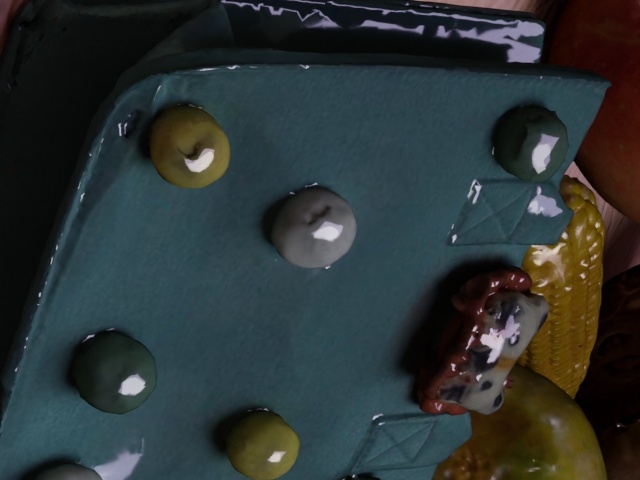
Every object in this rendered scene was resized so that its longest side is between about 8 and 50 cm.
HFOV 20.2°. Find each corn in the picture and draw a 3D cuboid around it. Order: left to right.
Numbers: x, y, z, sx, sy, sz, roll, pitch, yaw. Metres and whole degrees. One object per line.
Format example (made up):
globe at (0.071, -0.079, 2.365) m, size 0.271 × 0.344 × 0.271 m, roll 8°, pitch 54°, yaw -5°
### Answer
corn at (0.128, 0.030, 1.115) m, size 0.097 × 0.097 × 0.262 m, roll -48°, pitch 154°, yaw -21°

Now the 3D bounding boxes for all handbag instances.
handbag at (-0.020, 0.027, 0.763) m, size 0.274 × 0.100 × 0.269 m, roll 4°, pitch 116°, yaw -37°

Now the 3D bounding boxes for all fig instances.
fig at (0.088, 0.169, 1.116) m, size 0.167 × 0.167 × 0.233 m, roll -39°, pitch 154°, yaw -34°

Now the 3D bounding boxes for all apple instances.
apple at (0.222, -0.093, 1.047) m, size 0.181 × 0.181 × 0.168 m, roll -49°, pitch 147°, yaw -19°

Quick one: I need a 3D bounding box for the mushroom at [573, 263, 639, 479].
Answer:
mushroom at (0.245, 0.121, 1.268) m, size 0.297 × 0.163 × 0.278 m, roll -49°, pitch -164°, yaw -29°
